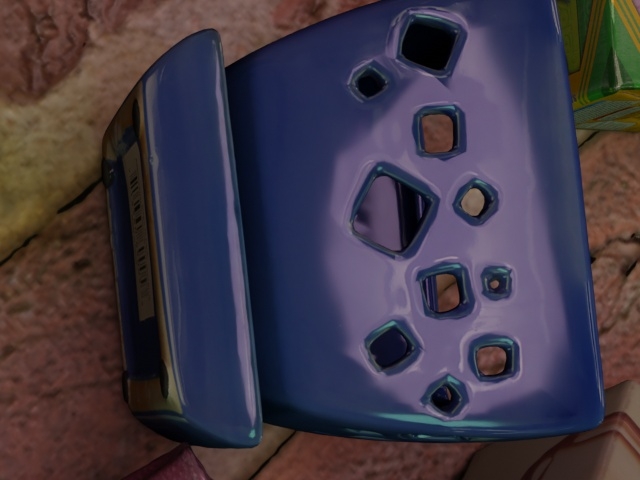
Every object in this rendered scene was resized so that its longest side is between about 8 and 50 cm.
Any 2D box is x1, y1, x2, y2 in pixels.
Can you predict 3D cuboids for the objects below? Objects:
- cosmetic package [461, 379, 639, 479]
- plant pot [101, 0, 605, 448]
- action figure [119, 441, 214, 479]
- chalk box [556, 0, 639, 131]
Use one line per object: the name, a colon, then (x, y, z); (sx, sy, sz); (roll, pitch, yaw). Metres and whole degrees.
cosmetic package: (0.133, 0.222, 0.788); (0.153, 0.129, 0.296); (53, 30, -9)
plant pot: (0.000, 0.000, 0.800); (0.212, 0.236, 0.236); (-5, 85, -15)
action figure: (-0.180, 0.234, 0.752); (0.370, 0.276, 0.248); (-16, 72, -3)
chalk box: (0.200, -0.185, 0.948); (0.132, 0.132, 0.213); (-2, 83, -21)
